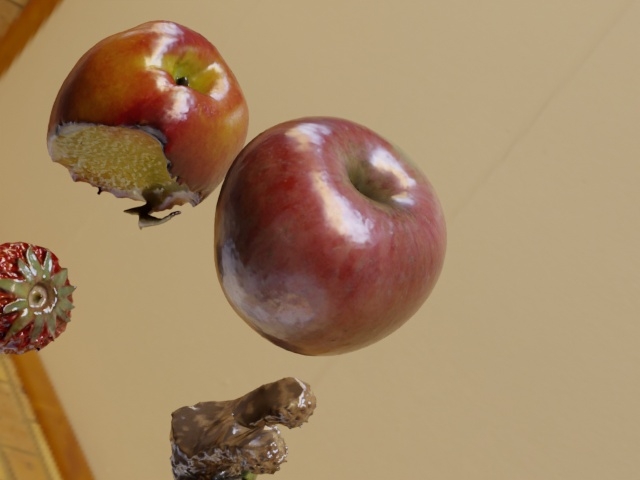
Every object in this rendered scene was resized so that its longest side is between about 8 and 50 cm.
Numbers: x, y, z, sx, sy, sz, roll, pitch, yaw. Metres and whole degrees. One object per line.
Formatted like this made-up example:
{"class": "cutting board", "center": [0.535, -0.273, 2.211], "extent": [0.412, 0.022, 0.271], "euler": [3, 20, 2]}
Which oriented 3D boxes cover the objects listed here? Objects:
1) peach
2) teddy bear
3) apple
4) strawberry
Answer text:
{"class": "peach", "center": [-0.301, -0.226, 2.174], "extent": [0.310, 0.335, 0.406], "euler": [-63, -166, -24]}
{"class": "teddy bear", "center": [-0.128, 0.358, 1.859], "extent": [0.296, 0.223, 0.246], "euler": [-9, -155, 35]}
{"class": "apple", "center": [0.000, 0.000, 1.574], "extent": [0.269, 0.344, 0.345], "euler": [-46, -142, 34]}
{"class": "strawberry", "center": [-0.548, 0.107, 2.075], "extent": [0.244, 0.205, 0.205], "euler": [-11, -120, 42]}
